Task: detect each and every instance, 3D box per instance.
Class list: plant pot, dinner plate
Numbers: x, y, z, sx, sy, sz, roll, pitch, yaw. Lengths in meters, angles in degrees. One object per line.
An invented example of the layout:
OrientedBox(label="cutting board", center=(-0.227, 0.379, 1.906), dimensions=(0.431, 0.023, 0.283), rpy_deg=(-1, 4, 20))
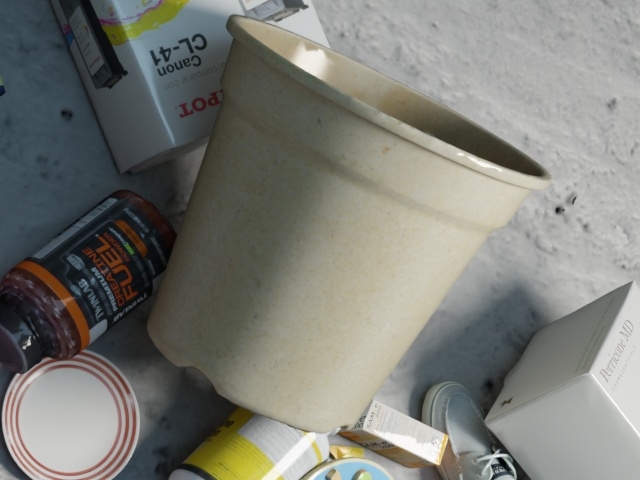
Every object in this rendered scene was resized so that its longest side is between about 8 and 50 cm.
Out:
OrientedBox(label="plant pot", center=(0.000, 0.000, 1.809), dimensions=(0.334, 0.334, 0.305), rpy_deg=(22, 101, -23))
OrientedBox(label="dinner plate", center=(-0.243, 0.174, 1.878), dimensions=(0.141, 0.017, 0.141), rpy_deg=(6, 77, -28))

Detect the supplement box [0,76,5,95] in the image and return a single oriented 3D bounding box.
OrientedBox(label="supplement box", center=(-0.351, -0.165, 1.850), dimensions=(0.056, 0.083, 0.083), rpy_deg=(-17, 89, -31))

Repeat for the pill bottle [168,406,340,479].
OrientedBox(label="pill bottle", center=(-0.057, 0.213, 1.922), dimensions=(0.184, 0.103, 0.103), rpy_deg=(-43, 101, -29))

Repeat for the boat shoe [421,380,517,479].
OrientedBox(label="boat shoe", center=(0.179, 0.254, 2.054), dimensions=(0.079, 0.081, 0.227), rpy_deg=(-19, 89, -30))

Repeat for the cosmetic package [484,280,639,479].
OrientedBox(label="cosmetic package", center=(0.362, 0.253, 2.083), dimensions=(0.365, 0.155, 0.197), rpy_deg=(51, 37, -12))

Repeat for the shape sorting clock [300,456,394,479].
OrientedBox(label="shape sorting clock", center=(0.015, 0.317, 1.939), dimensions=(0.206, 0.040, 0.206), rpy_deg=(-20, 118, -42))

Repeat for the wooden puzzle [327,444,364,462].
OrientedBox(label="wooden puzzle", center=(0.008, 0.262, 1.998), dimensions=(0.079, 0.014, 0.116), rpy_deg=(19, 72, -24))

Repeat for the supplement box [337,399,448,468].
OrientedBox(label="supplement box", center=(0.074, 0.202, 2.019), dimensions=(0.098, 0.062, 0.036), rpy_deg=(27, 70, -21))

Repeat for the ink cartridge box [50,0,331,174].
OrientedBox(label="ink cartridge box", center=(-0.143, -0.251, 1.955), dimensions=(0.226, 0.131, 0.306), rpy_deg=(-24, 90, -30))

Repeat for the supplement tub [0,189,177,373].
OrientedBox(label="supplement tub", center=(-0.233, 0.044, 1.860), dimensions=(0.198, 0.106, 0.106), rpy_deg=(-40, 100, -28))
